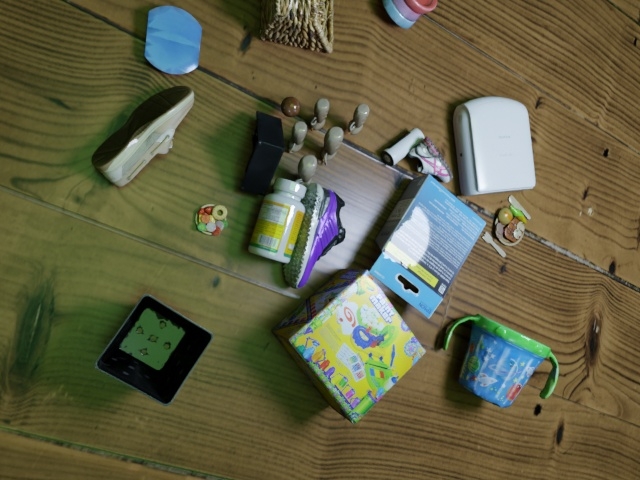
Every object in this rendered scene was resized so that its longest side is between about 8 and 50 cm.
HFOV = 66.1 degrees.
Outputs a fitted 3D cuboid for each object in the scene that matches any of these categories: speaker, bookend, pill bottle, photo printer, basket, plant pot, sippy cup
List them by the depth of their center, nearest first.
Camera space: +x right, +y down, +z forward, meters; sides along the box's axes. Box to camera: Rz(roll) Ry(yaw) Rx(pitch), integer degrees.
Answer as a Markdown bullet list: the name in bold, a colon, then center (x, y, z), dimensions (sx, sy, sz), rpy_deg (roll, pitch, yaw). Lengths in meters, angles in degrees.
- **plant pot**: center (-0.391, 0.246, 1.167), dimensions (0.188, 0.167, 0.188), rpy_deg (36, 77, -16)
- **pill bottle**: center (-0.108, -0.053, 1.303), dimensions (0.117, 0.117, 0.209), rpy_deg (18, 87, -20)
- **basket**: center (-0.030, -0.690, 1.310), dimensions (0.222, 0.213, 0.300), rpy_deg (4, 87, -20)
- **bookend**: center (-0.158, -0.232, 1.311), dimensions (0.072, 0.156, 0.157), rpy_deg (13, 40, -20)
- **speaker**: center (0.251, -0.284, 1.490), dimensions (0.136, 0.055, 0.055), rpy_deg (-38, 101, -17)
- **sippy cup**: center (0.540, 0.373, 1.503), dimensions (0.240, 0.305, 0.224), rpy_deg (25, 91, -47)
- **photo printer**: center (0.557, -0.306, 1.580), dimensions (0.255, 0.107, 0.308), rpy_deg (-6, 91, -21)

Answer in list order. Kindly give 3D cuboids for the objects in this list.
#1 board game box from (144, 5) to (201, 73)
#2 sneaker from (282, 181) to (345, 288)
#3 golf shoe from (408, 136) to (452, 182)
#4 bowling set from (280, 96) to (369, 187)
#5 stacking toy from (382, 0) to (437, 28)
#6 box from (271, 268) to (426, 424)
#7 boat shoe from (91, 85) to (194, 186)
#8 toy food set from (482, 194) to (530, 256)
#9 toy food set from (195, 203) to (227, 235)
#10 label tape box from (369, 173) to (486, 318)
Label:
- **board game box**: center (-0.380, -0.511, 1.268), dimensions (0.133, 0.033, 0.169), rpy_deg (5, 91, -26)
- **sneaker**: center (0.001, 0.000, 1.362), dimensions (0.146, 0.102, 0.294), rpy_deg (18, 87, -33)
- **golf shoe**: center (0.339, -0.235, 1.514), dimensions (0.086, 0.068, 0.186), rpy_deg (-36, 127, 17)
- **bowling set**: center (-0.018, -0.307, 1.361), dimensions (0.287, 0.154, 0.200), rpy_deg (-43, 84, -15)
- **stacking toy**: center (0.214, -0.805, 1.493), dimensions (0.309, 0.130, 0.280), rpy_deg (44, 48, -17)
- **box**: center (0.076, 0.275, 1.340), dimensions (0.279, 0.177, 0.290), rpy_deg (-39, 101, -18)
- **boat shoe**: center (-0.419, -0.260, 1.216), dimensions (0.302, 0.109, 0.098), rpy_deg (-50, 144, -16)
- **toy food set**: center (0.633, -0.047, 1.638), dimensions (0.132, 0.038, 0.192), rpy_deg (41, 75, -15)
- **toy food set**: center (-0.286, -0.055, 1.294), dimensions (0.083, 0.020, 0.083), rpy_deg (2, 88, -21)
- **label tape box**: center (0.303, 0.017, 1.472), dimensions (0.249, 0.115, 0.348), rpy_deg (37, 79, -16)
